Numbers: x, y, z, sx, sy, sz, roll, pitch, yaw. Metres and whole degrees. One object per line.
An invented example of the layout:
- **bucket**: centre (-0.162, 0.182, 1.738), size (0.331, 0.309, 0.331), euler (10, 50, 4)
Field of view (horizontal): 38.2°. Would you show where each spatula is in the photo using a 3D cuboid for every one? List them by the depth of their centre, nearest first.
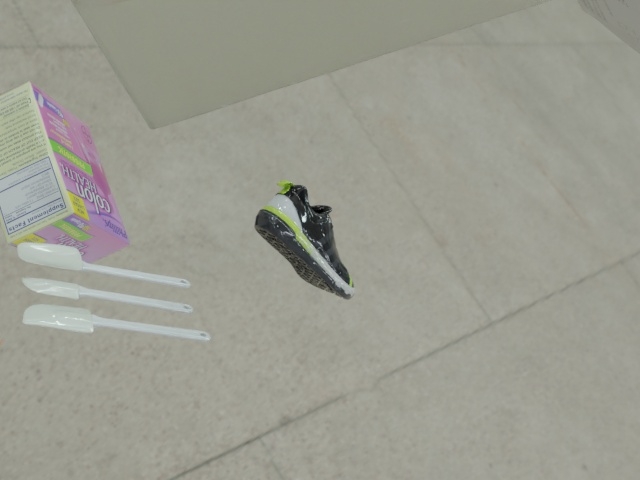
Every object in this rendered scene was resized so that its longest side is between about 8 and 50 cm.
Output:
- **spatula**: centre (-0.267, 0.069, 1.197), size (0.242, 0.019, 0.168), euler (10, 28, -27)

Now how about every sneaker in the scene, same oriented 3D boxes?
- **sneaker**: centre (0.000, 0.000, 1.311), size (0.097, 0.084, 0.235), euler (-57, 139, -14)

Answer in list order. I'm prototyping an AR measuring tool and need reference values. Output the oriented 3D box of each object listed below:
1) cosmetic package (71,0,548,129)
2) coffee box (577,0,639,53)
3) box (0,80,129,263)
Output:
- **cosmetic package**: centre (0.047, -0.172, 0.320), size (0.129, 0.296, 0.153), euler (68, 4, -59)
- **coffee box**: centre (0.396, -0.276, 0.691), size (0.338, 0.334, 0.337), euler (50, 12, 28)
- **box**: centre (-0.440, -0.099, 1.511), size (0.213, 0.117, 0.243), euler (48, 19, -72)
